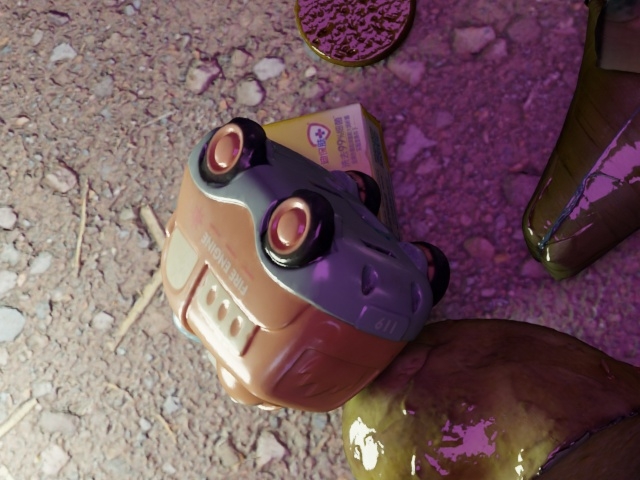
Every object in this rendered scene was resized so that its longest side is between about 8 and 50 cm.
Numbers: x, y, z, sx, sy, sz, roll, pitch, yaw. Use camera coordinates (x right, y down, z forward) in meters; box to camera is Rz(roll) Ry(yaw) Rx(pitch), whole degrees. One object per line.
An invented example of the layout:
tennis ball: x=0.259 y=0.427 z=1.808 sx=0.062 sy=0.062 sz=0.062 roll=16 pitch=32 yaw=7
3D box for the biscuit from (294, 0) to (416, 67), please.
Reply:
biscuit: x=0.031 y=-0.312 z=1.481 sx=0.180 sy=0.039 sz=0.236 roll=-10 pitch=79 yaw=10

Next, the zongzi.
zongzi: x=0.270 y=-0.113 z=1.354 sx=0.228 sy=0.115 sz=0.256 roll=-35 pitch=68 yaw=10

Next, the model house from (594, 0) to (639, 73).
model house: x=0.402 y=-0.278 z=1.236 sx=0.238 sy=0.202 sz=0.236 roll=13 pitch=68 yaw=11

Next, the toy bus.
toy bus: x=-0.035 y=0.036 z=1.239 sx=0.232 sy=0.194 sz=0.287 roll=-58 pitch=45 yaw=14

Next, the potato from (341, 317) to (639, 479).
potato: x=0.169 y=0.179 z=1.270 sx=0.237 sy=0.289 sz=0.300 roll=50 pitch=121 yaw=34

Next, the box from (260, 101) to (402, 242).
box: x=0.000 y=0.000 z=1.405 sx=0.168 sy=0.097 sz=0.265 roll=-10 pitch=78 yaw=12
